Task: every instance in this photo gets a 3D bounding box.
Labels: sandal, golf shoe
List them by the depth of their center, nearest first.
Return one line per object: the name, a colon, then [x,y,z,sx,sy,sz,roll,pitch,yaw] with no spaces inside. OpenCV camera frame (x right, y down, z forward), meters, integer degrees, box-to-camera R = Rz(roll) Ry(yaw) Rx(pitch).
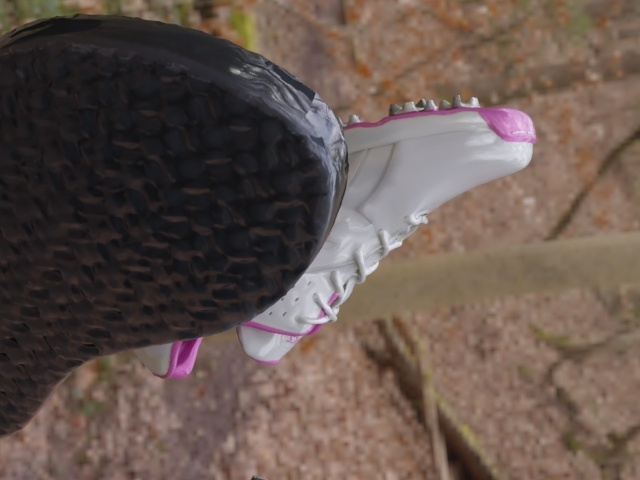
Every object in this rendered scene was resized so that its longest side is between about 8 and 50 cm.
sandal: [-0.131,-0.017,0.810,0.167,0.446,0.107,41,56,-15]
golf shoe: [0.000,0.000,1.041,0.115,0.306,0.140,11,64,-72]

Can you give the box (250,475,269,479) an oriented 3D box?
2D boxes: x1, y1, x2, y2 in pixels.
box: [-0.037,0.270,0.939,0.175,0.051,0.220,-60,-155,15]
